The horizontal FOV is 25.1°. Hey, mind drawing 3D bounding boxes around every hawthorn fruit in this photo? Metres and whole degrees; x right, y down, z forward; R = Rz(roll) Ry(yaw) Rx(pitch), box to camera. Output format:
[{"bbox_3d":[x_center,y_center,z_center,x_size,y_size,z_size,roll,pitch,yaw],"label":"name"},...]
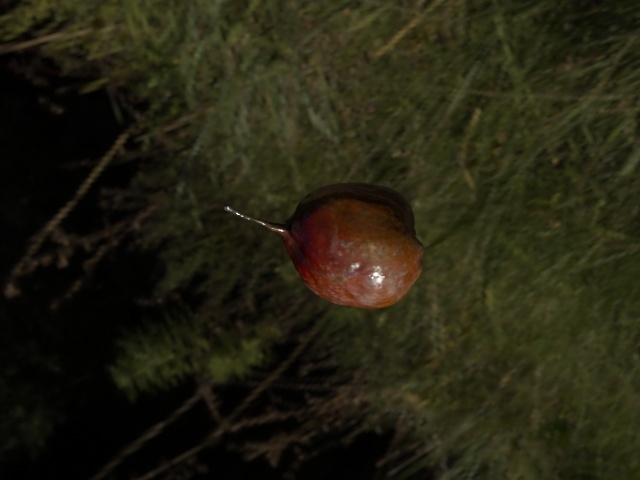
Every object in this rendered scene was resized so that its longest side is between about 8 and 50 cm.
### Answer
[{"bbox_3d":[0.000,0.000,0.724,0.067,0.103,0.067,-175,90,-77],"label":"hawthorn fruit"}]
